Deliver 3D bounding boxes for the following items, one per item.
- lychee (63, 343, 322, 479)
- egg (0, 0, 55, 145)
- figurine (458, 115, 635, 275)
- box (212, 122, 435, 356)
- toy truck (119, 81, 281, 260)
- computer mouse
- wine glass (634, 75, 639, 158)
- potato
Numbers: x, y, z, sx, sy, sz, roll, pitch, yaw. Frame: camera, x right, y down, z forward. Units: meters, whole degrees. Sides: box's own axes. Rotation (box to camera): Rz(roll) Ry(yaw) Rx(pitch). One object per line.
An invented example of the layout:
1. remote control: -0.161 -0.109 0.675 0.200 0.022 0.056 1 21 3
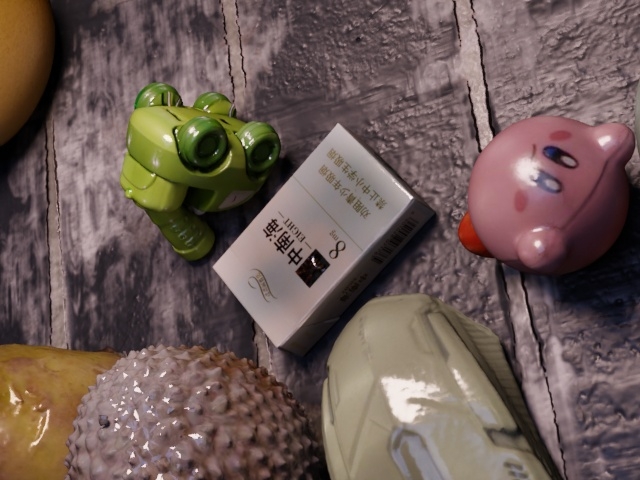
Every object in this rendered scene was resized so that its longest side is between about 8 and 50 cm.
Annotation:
1. lychee: -0.138 0.251 1.194 0.300 0.300 0.300 -9 72 28
2. egg: -0.515 -0.282 1.576 0.250 0.250 0.322 -2 86 30
3. figurine: 0.235 -0.045 1.113 0.173 0.173 0.173 -9 72 28
4. box: 0.000 0.000 1.302 0.243 0.067 0.155 -47 57 11
5. toy truck: -0.168 -0.088 1.353 0.148 0.187 0.210 39 97 38
6. computer mouse: 0.119 0.237 1.120 0.228 0.145 0.429 -33 62 16
7. wine glass: 0.315 -0.243 1.028 0.096 0.264 0.309 -11 58 33
8. potato: -0.362 0.265 1.338 0.289 0.237 0.301 23 88 33
